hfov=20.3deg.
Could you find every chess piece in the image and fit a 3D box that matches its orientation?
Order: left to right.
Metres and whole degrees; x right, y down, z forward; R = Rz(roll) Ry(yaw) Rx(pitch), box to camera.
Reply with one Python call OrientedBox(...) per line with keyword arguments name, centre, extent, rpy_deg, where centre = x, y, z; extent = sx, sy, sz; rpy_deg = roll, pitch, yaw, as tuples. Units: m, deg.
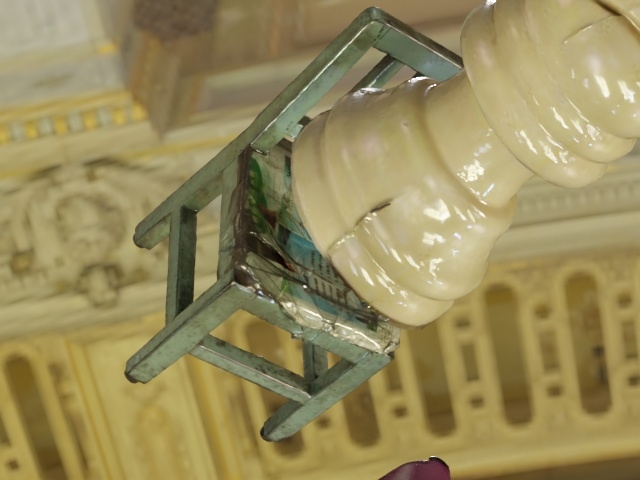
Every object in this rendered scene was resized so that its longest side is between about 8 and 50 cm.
OrientedBox(name="chess piece", centre=(0.122, -0.089, 0.997), extent=(0.307, 0.124, 0.139), rpy_deg=(-40, -154, 36))

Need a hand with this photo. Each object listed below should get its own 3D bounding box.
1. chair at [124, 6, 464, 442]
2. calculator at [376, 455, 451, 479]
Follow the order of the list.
OrientedBox(name="chair", centre=(0.000, 0.000, 1.183), extent=(0.270, 0.136, 0.147), rpy_deg=(-39, -143, 35))
OrientedBox(name="calculator", centre=(-0.009, 0.194, 0.963), extent=(0.190, 0.034, 0.126), rpy_deg=(-28, -149, 37))
